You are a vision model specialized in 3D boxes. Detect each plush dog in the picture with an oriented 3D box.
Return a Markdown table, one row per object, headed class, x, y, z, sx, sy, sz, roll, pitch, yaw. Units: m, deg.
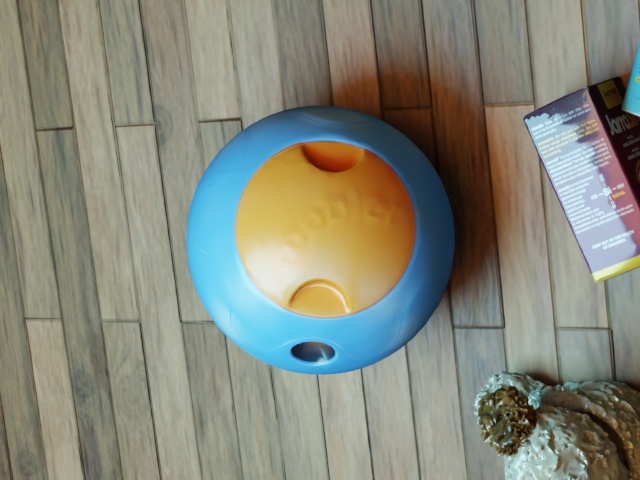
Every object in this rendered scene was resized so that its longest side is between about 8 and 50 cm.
| class | x | y | z | sx | sy | sz | roll | pitch | yaw |
| --- | --- | --- | --- | --- | --- | --- | --- | --- | --- |
| plush dog | 0.273 | 0.231 | 1.764 | 0.210 | 0.225 | 0.262 | -41 | 80 | 31 |

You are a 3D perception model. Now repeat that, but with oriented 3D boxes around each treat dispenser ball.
| class | x | y | z | sx | sy | sz | roll | pitch | yaw |
| --- | --- | --- | --- | --- | --- | --- | --- | --- | --- |
| treat dispenser ball | 0.000 | 0.000 | 1.829 | 0.288 | 0.288 | 0.288 | 8 | 106 | 28 |

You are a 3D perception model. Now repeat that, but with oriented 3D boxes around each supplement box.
| class | x | y | z | sx | sy | sz | roll | pitch | yaw |
| --- | --- | --- | --- | --- | --- | --- | --- | --- | --- |
| supplement box | 0.295 | -0.064 | 1.751 | 0.081 | 0.104 | 0.188 | -24 | 89 | 31 |

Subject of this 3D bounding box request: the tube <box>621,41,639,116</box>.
| class | x | y | z | sx | sy | sz | roll | pitch | yaw |
| --- | --- | --- | --- | --- | --- | --- | --- | --- | --- |
| tube | 0.358 | -0.222 | 1.709 | 0.080 | 0.052 | 0.207 | 19 | 99 | 16 |
